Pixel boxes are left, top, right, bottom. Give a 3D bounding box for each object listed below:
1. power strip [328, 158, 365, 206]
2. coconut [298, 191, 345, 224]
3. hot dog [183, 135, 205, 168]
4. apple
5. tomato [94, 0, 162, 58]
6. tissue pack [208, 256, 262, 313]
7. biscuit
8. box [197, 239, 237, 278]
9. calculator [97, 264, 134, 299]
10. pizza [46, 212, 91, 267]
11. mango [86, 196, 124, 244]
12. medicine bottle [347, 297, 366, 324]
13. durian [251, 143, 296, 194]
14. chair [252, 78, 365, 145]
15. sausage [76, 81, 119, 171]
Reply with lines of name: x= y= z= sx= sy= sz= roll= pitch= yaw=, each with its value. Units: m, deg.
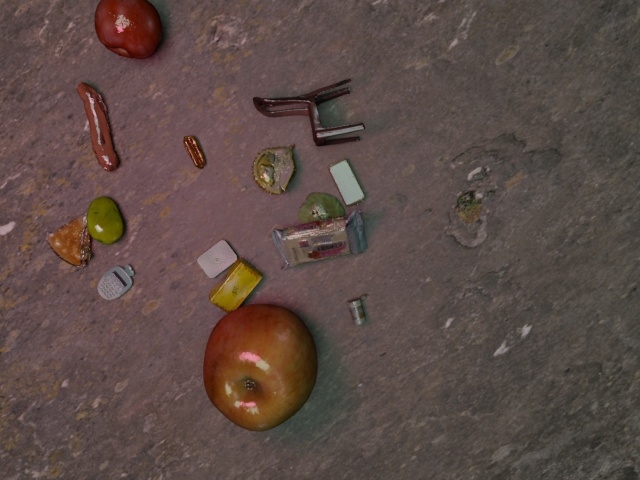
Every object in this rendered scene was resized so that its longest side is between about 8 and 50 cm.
power strip: x=0.092 y=-0.191 z=1.863 sx=0.076 sy=0.028 sz=0.169 roll=-25 pitch=93 yaw=3
coconut: x=-0.002 y=-0.101 z=1.860 sx=0.158 sy=0.055 sz=0.133 roll=-21 pitch=96 yaw=1
hot dog: x=-0.428 y=-0.300 z=1.861 sx=0.049 sy=0.037 sz=0.122 roll=-23 pitch=100 yaw=-9
apple: x=-0.196 y=0.408 z=1.766 sx=0.391 sy=0.346 sz=0.392 roll=0 pitch=98 yaw=2
tomato: x=-0.610 y=-0.688 z=1.742 sx=0.208 sy=0.208 sz=0.185 roll=15 pitch=89 yaw=0
tissue pack: x=-0.292 y=0.158 z=1.872 sx=0.095 sy=0.062 sz=0.176 roll=38 pitch=94 yaw=-22
biscuit: x=0.000 y=-0.004 z=1.829 sx=0.308 sy=0.079 sz=0.186 roll=-10 pitch=132 yaw=2
box: x=-0.355 y=0.064 z=1.892 sx=0.126 sy=0.031 sz=0.091 roll=-38 pitch=93 yaw=3
calculator: x=-0.712 y=0.145 z=1.910 sx=0.153 sy=0.021 sz=0.095 roll=-40 pitch=94 yaw=5
pizza: x=-0.841 y=-0.016 z=1.884 sx=0.185 sy=0.052 sz=0.195 roll=37 pitch=99 yaw=5
mango: x=-0.734 y=-0.065 z=1.849 sx=0.117 sy=0.089 sz=0.163 roll=-20 pitch=85 yaw=-40
medicine bottle: x=0.127 y=0.246 z=1.892 sx=0.047 sy=0.047 sz=0.083 roll=-16 pitch=95 yaw=2
durian: x=-0.150 y=-0.248 z=1.835 sx=0.146 sy=0.102 sz=0.208 roll=33 pitch=72 yaw=-4
chair: x=-0.040 y=-0.397 z=1.775 sx=0.326 sy=0.175 sz=0.183 roll=-13 pitch=87 yaw=-1
sausage: x=-0.747 y=-0.380 z=1.839 sx=0.078 sy=0.078 sz=0.305 roll=-13 pitch=96 yaw=2
